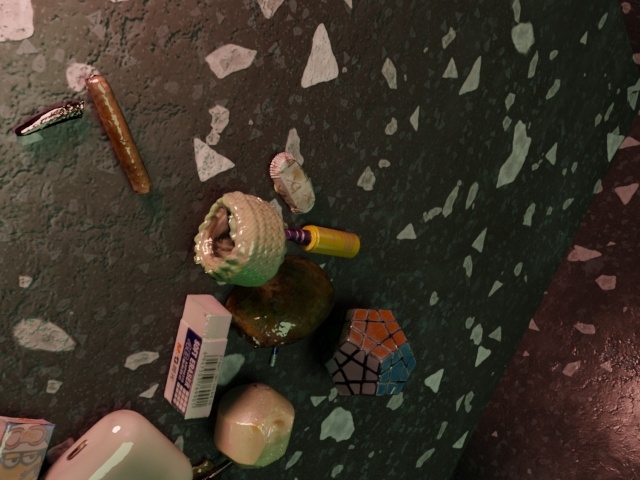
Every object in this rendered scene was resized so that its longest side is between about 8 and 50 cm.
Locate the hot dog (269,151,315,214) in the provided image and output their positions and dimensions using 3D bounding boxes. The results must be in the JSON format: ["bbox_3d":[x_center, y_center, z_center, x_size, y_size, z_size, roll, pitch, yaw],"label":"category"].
[{"bbox_3d":[-0.074,-0.152,1.474,0.099,0.053,0.192,-49,132,-17],"label":"hot dog"}]

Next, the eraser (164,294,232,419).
[{"bbox_3d":[-0.308,0.291,1.398,0.086,0.130,0.287,5,106,-41],"label":"eraser"}]

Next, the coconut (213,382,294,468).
[{"bbox_3d":[-0.186,0.509,1.557,0.241,0.241,0.241,-20,121,-37],"label":"coconut"}]

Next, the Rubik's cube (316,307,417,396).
[{"bbox_3d":[0.145,0.355,1.757,0.319,0.264,0.319,-20,121,-37],"label":"Rubik's cube"}]

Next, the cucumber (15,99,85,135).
[{"bbox_3d":[-0.506,-0.229,1.039,0.135,0.033,0.034,-30,124,-32],"label":"cucumber"}]

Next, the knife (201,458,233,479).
[{"bbox_3d":[-0.340,0.716,1.599,0.245,0.019,0.072,-33,134,-23],"label":"knife"}]

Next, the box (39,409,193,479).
[{"bbox_3d":[-0.488,0.592,1.353,0.289,0.141,0.349,-44,132,-21],"label":"box"}]

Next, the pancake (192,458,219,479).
[{"bbox_3d":[-0.394,0.723,1.584,0.235,0.029,0.212,-5,113,-40],"label":"pancake"}]

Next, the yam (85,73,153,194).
[{"bbox_3d":[-0.408,-0.212,1.131,0.046,0.046,0.264,-35,131,-28],"label":"yam"}]

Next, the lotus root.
[{"bbox_3d":[-0.098,0.158,1.513,0.314,0.210,0.142,-32,140,-46],"label":"lotus root"}]

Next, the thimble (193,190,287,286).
[{"bbox_3d":[-0.191,-0.002,1.318,0.150,0.219,0.219,17,96,-46],"label":"thimble"}]

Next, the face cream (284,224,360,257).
[{"bbox_3d":[0.000,0.000,1.593,0.273,0.078,0.078,10,101,-46],"label":"face cream"}]

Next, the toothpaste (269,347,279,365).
[{"bbox_3d":[-0.137,0.336,1.664,0.024,0.015,0.083,13,94,-53],"label":"toothpaste"}]

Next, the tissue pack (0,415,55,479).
[{"bbox_3d":[-0.647,0.456,1.166,0.115,0.065,0.155,34,65,-54],"label":"tissue pack"}]
